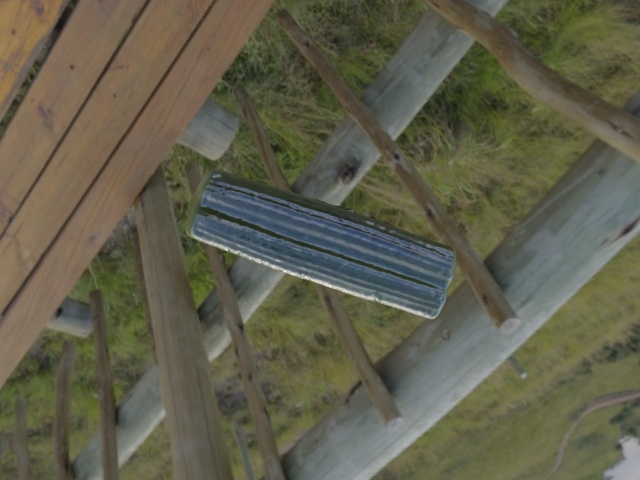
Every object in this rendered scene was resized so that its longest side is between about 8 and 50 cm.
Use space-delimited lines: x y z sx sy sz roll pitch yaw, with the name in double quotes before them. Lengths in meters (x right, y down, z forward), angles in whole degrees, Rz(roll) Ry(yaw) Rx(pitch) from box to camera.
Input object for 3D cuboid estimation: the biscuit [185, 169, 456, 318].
"biscuit" 0.000 0.000 0.678 0.323 0.038 0.099 19 84 -1
